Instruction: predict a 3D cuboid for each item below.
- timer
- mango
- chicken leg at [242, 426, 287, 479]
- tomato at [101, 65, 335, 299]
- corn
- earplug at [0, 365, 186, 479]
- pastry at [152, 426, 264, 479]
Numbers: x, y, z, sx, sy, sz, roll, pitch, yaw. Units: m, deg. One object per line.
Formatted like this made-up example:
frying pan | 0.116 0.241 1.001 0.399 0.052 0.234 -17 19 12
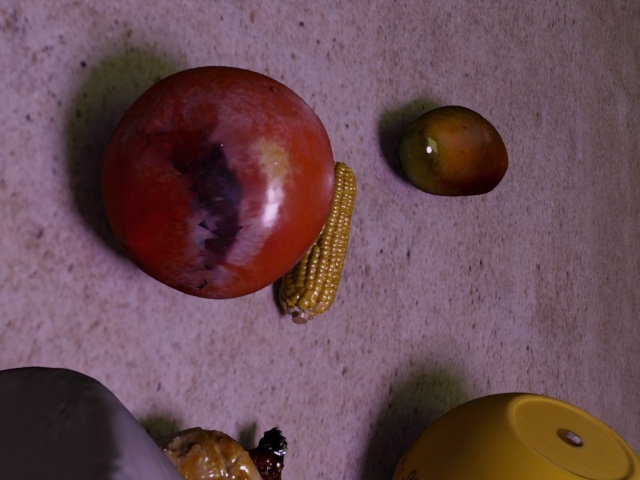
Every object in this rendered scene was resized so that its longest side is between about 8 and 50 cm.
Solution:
timer | 0.238 0.395 1.024 0.376 0.376 0.387 -14 132 -52
mango | 0.189 -0.130 1.179 0.267 0.111 0.133 0 101 -54
chicken leg | -0.089 0.289 0.804 0.105 0.063 0.233 37 58 -36
tomato | -0.092 -0.050 0.726 0.184 0.208 0.208 -65 136 -60
corn | 0.000 0.000 0.954 0.068 0.068 0.207 38 57 -43
earplug | -0.158 0.317 0.520 0.394 0.313 0.312 61 43 -32
pastry | -0.118 0.242 0.724 0.153 0.081 0.153 5 74 -20
